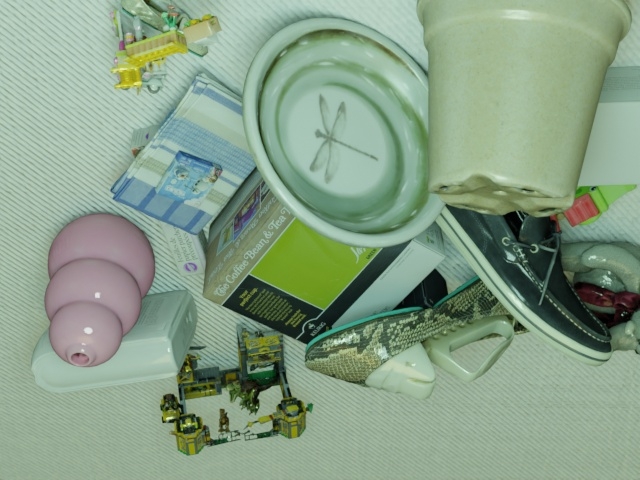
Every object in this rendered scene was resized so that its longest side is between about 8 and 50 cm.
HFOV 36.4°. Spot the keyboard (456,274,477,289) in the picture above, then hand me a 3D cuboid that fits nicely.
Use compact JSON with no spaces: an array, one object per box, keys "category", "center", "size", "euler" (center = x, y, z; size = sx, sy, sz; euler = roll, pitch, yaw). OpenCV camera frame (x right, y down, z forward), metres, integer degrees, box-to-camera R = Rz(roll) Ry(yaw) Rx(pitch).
[{"category":"keyboard","center":[0.365,0.061,1.991],"size":[0.108,0.023,0.180],"euler":[0,151,-48]}]

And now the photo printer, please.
[{"category":"photo printer","center":[-0.421,0.204,1.972],"size":[0.307,0.256,0.107],"euler":[-9,110,5]}]

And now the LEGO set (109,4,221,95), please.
[{"category":"LEGO set","center":[-0.273,-0.328,1.562],"size":[0.132,0.107,0.287],"euler":[-4,170,-31]}]

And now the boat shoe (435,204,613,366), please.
[{"category":"boat shoe","center":[0.363,0.011,1.750],"size":[0.156,0.187,0.500],"euler":[-42,80,22]}]

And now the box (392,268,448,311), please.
[{"category":"box","center":[0.157,0.151,2.000],"size":[0.207,0.153,0.108],"euler":[-31,124,24]}]

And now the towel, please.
[{"category":"towel","center":[-0.222,-0.149,1.758],"size":[0.209,0.034,0.285],"euler":[26,113,-38]}]

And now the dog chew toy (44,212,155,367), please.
[{"category":"dog chew toy","center":[-0.424,0.101,1.829],"size":[0.206,0.332,0.206],"euler":[0,130,0]}]

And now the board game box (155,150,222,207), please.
[{"category":"board game box","center":[-0.236,-0.109,1.747],"size":[0.090,0.020,0.090],"euler":[19,118,-36]}]

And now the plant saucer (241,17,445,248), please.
[{"category":"plant saucer","center":[0.037,-0.168,1.612],"size":[0.400,0.400,0.100],"euler":[25,152,-21]}]

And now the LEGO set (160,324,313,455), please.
[{"category":"LEGO set","center":[-0.184,0.297,2.060],"size":[0.331,0.255,0.192],"euler":[-3,130,-3]}]

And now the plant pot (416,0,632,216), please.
[{"category":"plant pot","center":[0.296,-0.207,1.507],"size":[0.334,0.305,0.334],"euler":[8,170,1]}]

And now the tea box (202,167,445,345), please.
[{"category":"tea box","center":[0.000,0.000,1.825],"size":[0.323,0.220,0.329],"euler":[27,124,-23]}]

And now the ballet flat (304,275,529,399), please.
[{"category":"ballet flat","center":[0.211,0.187,1.779],"size":[0.483,0.182,0.164],"euler":[-18,153,-29]}]

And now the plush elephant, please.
[{"category":"plush elephant","center":[0.597,0.144,1.913],"size":[0.330,0.255,0.272],"euler":[-12,137,-1]}]

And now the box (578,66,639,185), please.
[{"category":"box","center":[0.517,-0.202,1.730],"size":[0.182,0.119,0.181],"euler":[-2,130,0]}]

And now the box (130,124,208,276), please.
[{"category":"box","center":[-0.281,-0.070,1.862],"size":[0.063,0.067,0.324],"euler":[-10,129,6]}]

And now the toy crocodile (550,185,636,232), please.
[{"category":"toy crocodile","center":[0.434,-0.053,1.863],"size":[0.340,0.105,0.115],"euler":[-22,127,16]}]

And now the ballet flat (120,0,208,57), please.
[{"category":"ballet flat","center":[-0.250,-0.365,1.620],"size":[0.168,0.057,0.052],"euler":[28,114,-23]}]
